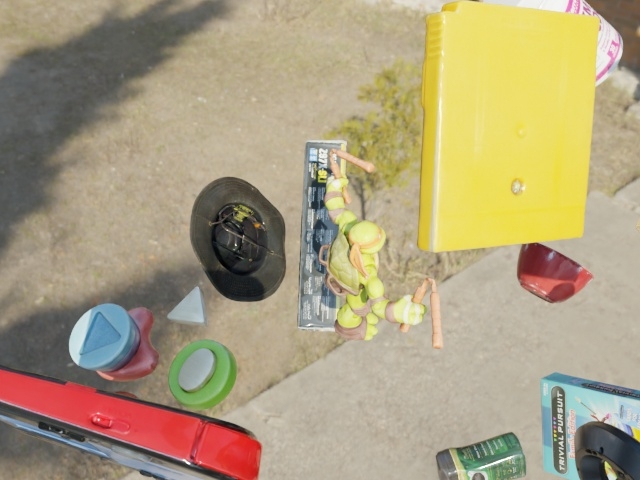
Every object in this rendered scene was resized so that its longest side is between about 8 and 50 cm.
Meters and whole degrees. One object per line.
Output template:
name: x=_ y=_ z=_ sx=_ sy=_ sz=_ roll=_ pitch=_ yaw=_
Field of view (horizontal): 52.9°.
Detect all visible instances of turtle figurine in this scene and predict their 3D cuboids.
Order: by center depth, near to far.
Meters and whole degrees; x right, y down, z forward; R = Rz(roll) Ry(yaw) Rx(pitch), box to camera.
turtle figurine: x=0.048 y=0.044 z=0.765 sx=0.087 sy=0.217 sz=0.269 roll=-21 pitch=63 yaw=-16

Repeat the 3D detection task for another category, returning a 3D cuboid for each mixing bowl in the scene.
mixing bowl: x=0.528 y=0.084 z=1.500 sx=0.181 sy=0.098 sz=0.181 roll=32 pitch=0 yaw=0

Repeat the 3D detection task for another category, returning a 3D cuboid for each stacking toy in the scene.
stacking toy: x=-0.322 y=0.215 z=1.181 sx=0.280 sy=0.130 sz=0.309 roll=-30 pitch=55 yaw=0

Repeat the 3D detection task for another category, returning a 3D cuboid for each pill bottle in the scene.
pill bottle: x=0.480 y=-0.440 z=1.337 sx=0.283 sy=0.160 sz=0.160 roll=25 pitch=29 yaw=-29

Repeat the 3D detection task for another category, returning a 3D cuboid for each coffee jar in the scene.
coffee jar: x=0.342 y=0.480 z=1.382 sx=0.184 sy=0.096 sz=0.079 roll=-14 pitch=30 yaw=-1

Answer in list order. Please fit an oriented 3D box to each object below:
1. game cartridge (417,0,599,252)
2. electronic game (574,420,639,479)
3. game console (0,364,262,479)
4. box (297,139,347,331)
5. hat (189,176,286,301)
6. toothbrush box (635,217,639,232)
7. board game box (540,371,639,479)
game cartridge: x=0.263 y=-0.153 z=0.894 sx=0.285 sy=0.323 sz=0.053 roll=-4 pitch=10 yaw=-27
electronic game: x=0.380 y=0.315 z=0.748 sx=0.048 sy=0.229 sz=0.229 roll=-28 pitch=47 yaw=-10
game console: x=-0.239 y=0.233 z=0.745 sx=0.342 sy=0.386 sz=0.060 roll=14 pitch=64 yaw=-2
box: x=0.000 y=0.000 z=1.191 sx=0.079 sy=0.321 sz=0.257 roll=3 pitch=-5 yaw=-3
hat: x=-0.237 y=0.009 z=1.666 sx=0.134 sy=0.331 sz=0.331 roll=-22 pitch=16 yaw=41
toothbrush box: x=0.537 y=0.019 z=0.726 sx=0.216 sy=0.126 sz=0.295 roll=6 pitch=32 yaw=-5
board game box: x=0.711 y=0.486 z=1.577 sx=0.079 sy=0.253 sz=0.336 roll=-8 pitch=6 yaw=-39
